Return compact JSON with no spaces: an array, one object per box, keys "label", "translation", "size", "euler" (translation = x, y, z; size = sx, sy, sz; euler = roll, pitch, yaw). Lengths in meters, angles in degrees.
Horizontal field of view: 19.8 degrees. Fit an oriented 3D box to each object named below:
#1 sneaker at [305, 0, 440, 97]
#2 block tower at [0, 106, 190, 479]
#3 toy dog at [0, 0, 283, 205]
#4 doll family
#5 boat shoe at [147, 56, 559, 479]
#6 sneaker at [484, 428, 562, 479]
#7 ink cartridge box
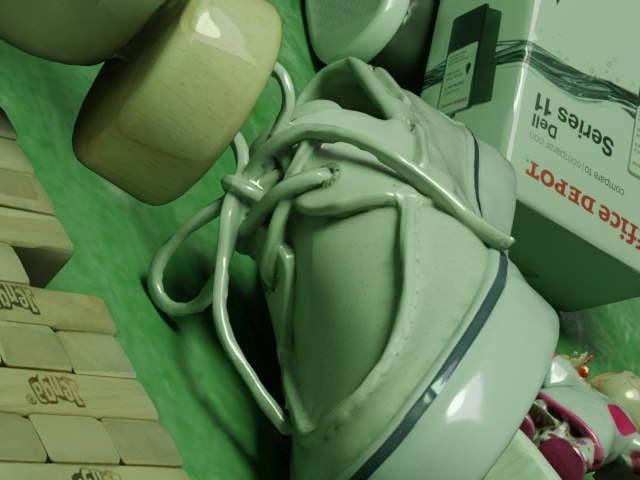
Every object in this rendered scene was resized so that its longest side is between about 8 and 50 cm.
[{"label":"sneaker","translation":[0.068,-0.172,1.209],"size":[0.147,0.104,0.296],"euler":[35,32,-27]},{"label":"block tower","translation":[-0.125,0.040,0.564],"size":[0.097,0.091,0.335],"euler":[10,42,-52]},{"label":"toy dog","translation":[-0.069,-0.172,0.676],"size":[0.220,0.161,0.334],"euler":[27,31,-38]},{"label":"doll family","translation":[0.176,0.161,0.863],"size":[0.263,0.118,0.163],"euler":[35,21,25]},{"label":"boat shoe","translation":[0.006,-0.006,0.795],"size":[0.156,0.136,0.367],"euler":[41,21,-11]},{"label":"sneaker","translation":[0.101,0.169,0.764],"size":[0.094,0.080,0.212],"euler":[27,33,-62]},{"label":"ink cartridge box","translation":[0.141,-0.083,1.070],"size":[0.153,0.087,0.208],"euler":[28,64,-34]}]
